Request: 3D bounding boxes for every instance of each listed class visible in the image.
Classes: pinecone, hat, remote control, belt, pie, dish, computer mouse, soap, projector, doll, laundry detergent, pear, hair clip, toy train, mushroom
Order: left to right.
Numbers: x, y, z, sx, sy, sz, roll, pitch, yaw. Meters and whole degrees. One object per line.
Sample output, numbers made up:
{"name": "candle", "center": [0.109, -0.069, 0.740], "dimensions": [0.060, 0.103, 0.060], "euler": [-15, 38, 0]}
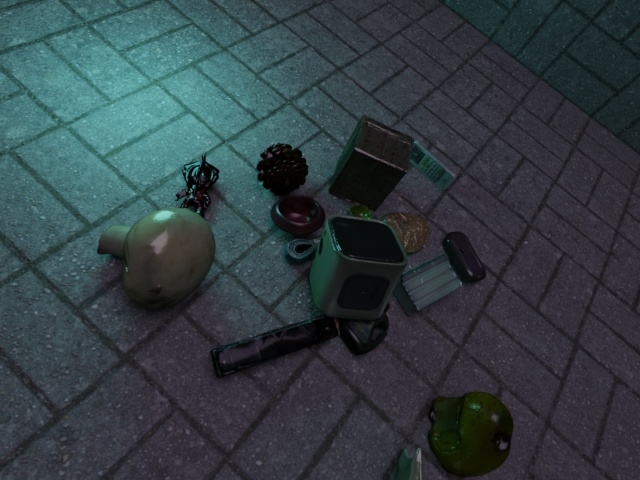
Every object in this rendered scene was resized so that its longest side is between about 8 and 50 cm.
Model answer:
{"name": "mushroom", "center": [-0.505, 0.027, 1.269], "dimensions": [0.336, 0.314, 0.314], "euler": [18, 55, 15]}
{"name": "doll", "center": [-0.442, -0.197, 1.516], "dimensions": [0.127, 0.088, 0.248], "euler": [17, 65, -34]}
{"name": "toy train", "center": [-0.133, 0.320, 1.322], "dimensions": [0.410, 0.089, 0.086], "euler": [-13, 77, -27]}
{"name": "pinecone", "center": [-0.152, -0.278, 1.602], "dimensions": [0.208, 0.207, 0.207], "euler": [9, 59, -15]}
{"name": "hat", "center": [-0.084, -0.086, 1.566], "dimensions": [0.206, 0.089, 0.205], "euler": [7, 46, -8]}
{"name": "belt", "center": [0.000, 0.000, 1.562], "dimensions": [0.302, 0.072, 0.087], "euler": [-24, 74, -29]}
{"name": "projector", "center": [0.116, 0.087, 1.406], "dimensions": [0.248, 0.249, 0.248], "euler": [7, 36, -15]}
{"name": "dish", "center": [0.161, -0.077, 1.686], "dimensions": [0.091, 0.039, 0.137], "euler": [-5, 64, -28]}
{"name": "laundry detergent", "center": [0.173, 0.287, 1.460], "dimensions": [0.222, 0.078, 0.144], "euler": [-29, 72, -33]}
{"name": "hair clip", "center": [0.217, 0.731, 1.178], "dimensions": [0.113, 0.172, 0.282], "euler": [40, 65, 14]}
{"name": "pie", "center": [0.347, -0.034, 1.720], "dimensions": [0.218, 0.052, 0.185], "euler": [2, 60, -21]}
{"name": "soap", "center": [0.403, 0.166, 1.607], "dimensions": [0.262, 0.094, 0.150], "euler": [-21, 75, -29]}
{"name": "remote control", "center": [0.499, -0.342, 1.921], "dimensions": [0.250, 0.103, 0.034], "euler": [46, 54, 8]}
{"name": "computer mouse", "center": [0.596, 0.067, 1.749], "dimensions": [0.120, 0.057, 0.232], "euler": [-11, 63, -25]}
{"name": "pear", "center": [0.463, 0.590, 1.287], "dimensions": [0.164, 0.255, 0.238], "euler": [17, 62, -12]}

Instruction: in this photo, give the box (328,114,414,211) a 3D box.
{"name": "box", "center": [0.193, -0.292, 1.669], "dimensions": [0.225, 0.297, 0.190], "euler": [22, 59, -7]}
